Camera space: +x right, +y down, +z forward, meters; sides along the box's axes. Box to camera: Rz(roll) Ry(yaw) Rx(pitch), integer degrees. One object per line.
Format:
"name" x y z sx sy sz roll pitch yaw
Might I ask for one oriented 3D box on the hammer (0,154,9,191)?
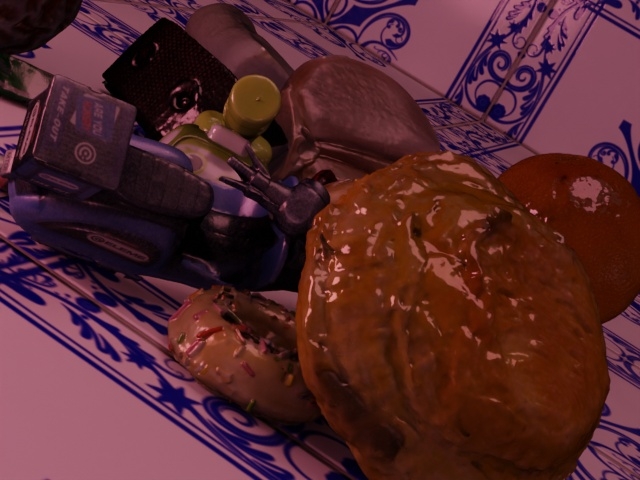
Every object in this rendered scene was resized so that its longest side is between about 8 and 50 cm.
"hammer" -0.316 -0.057 1.390 0.052 0.031 0.083 26 21 -3

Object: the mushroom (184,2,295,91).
"mushroom" -0.146 -0.316 2.390 0.177 0.126 0.397 31 11 -37

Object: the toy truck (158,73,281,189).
"toy truck" -0.115 -0.077 1.533 0.148 0.211 0.187 29 -3 -2

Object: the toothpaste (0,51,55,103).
"toothpaste" -0.338 -0.182 1.734 0.248 0.047 0.078 20 30 -41

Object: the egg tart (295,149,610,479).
"egg tart" 0.132 0.082 1.246 0.339 0.153 0.352 37 55 -24

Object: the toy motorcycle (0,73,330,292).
"toy motorcycle" -0.123 -0.028 1.318 0.358 0.125 0.212 20 -21 -27

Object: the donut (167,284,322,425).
"donut" -0.057 0.100 1.286 0.174 0.068 0.174 29 15 -8

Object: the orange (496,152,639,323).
"orange" 0.351 0.005 2.035 0.264 0.264 0.264 28 15 -8

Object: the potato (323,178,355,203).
"potato" 0.092 0.030 1.465 0.239 0.116 0.299 42 -14 36

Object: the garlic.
"garlic" 0.043 -0.128 1.979 0.325 0.132 0.279 14 62 -35

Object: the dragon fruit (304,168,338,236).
"dragon fruit" 0.000 0.000 1.711 0.147 0.096 0.102 60 26 -5

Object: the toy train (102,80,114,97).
"toy train" -0.237 -0.217 1.998 0.099 0.070 0.172 42 16 5

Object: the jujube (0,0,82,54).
"jujube" -0.417 -0.332 1.725 0.308 0.246 0.215 -5 76 -56

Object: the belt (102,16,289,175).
"belt" -0.161 -0.147 1.748 0.289 0.164 0.184 44 -5 48
